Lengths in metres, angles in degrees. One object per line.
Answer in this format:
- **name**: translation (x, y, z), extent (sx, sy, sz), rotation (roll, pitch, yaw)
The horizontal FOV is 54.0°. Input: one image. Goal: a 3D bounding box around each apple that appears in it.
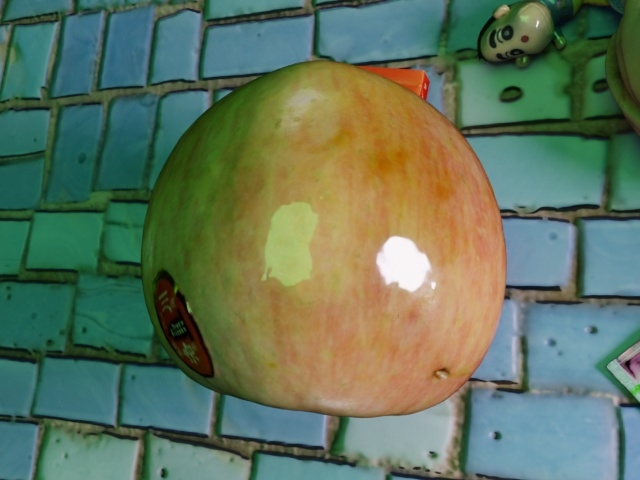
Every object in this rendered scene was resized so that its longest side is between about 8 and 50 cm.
- **apple**: translation (0.000, 0.000, 0.687), extent (0.392, 0.391, 0.346), rotation (1, 82, 21)

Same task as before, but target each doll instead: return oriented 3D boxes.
- **doll**: translation (0.278, -0.282, 0.798), extent (0.179, 0.102, 0.089), rotation (-30, 28, 17)

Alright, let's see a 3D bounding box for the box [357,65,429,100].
- **box**: translation (0.084, -0.160, 0.866), extent (0.100, 0.048, 0.152), rotation (11, 81, 20)

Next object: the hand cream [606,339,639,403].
- **hand cream**: translation (0.452, 0.085, 0.681), extent (0.275, 0.050, 0.079), rotation (-44, 43, 14)

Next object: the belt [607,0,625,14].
- **belt**: translation (0.486, -0.342, 0.718), extent (0.303, 0.072, 0.087), rotation (-17, 67, 10)

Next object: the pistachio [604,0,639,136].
- **pistachio**: translation (0.436, -0.155, 0.668), extent (0.182, 0.162, 0.293), rotation (-38, 65, -7)
